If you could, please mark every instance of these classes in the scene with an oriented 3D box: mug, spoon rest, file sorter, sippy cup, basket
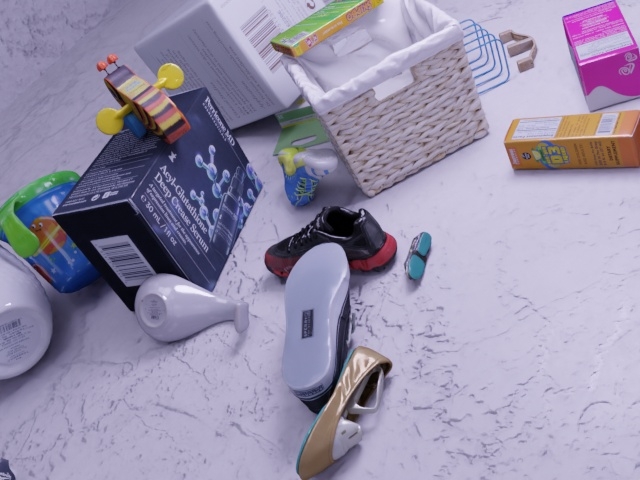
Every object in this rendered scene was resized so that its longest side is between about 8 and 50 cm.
[{"bbox_3d":[-0.776,0.162,1.540,0.328,0.276,0.374,25,24,39],"label":"mug"},{"bbox_3d":[-0.248,0.136,1.397,0.276,0.137,0.084,3,4,29],"label":"spoon rest"},{"bbox_3d":[0.347,-0.423,1.657,0.105,0.118,0.170,-25,35,2],"label":"file sorter"},{"bbox_3d":[-0.599,-0.006,1.684,0.305,0.224,0.240,-34,-8,-45],"label":"sippy cup"},{"bbox_3d":[0.135,-0.325,1.555,0.328,0.266,0.331,-28,35,2],"label":"basket"}]

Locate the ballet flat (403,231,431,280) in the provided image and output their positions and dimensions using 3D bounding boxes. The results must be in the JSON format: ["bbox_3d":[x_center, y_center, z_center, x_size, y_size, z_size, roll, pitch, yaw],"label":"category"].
[{"bbox_3d":[0.169,0.034,1.285,0.041,0.041,0.114,-4,42,32],"label":"ballet flat"}]

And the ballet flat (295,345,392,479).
[{"bbox_3d":[0.041,0.253,1.063,0.073,0.080,0.232,12,52,25],"label":"ballet flat"}]

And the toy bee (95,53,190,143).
[{"bbox_3d":[-0.390,-0.291,1.466,0.298,0.162,0.195,4,48,38],"label":"toy bee"}]

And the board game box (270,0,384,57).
[{"bbox_3d":[0.021,-0.488,1.586,0.259,0.039,0.124,-37,31,-8],"label":"board game box"}]

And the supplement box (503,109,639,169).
[{"bbox_3d":[0.457,-0.179,1.305,0.233,0.078,0.080,4,50,40],"label":"supplement box"}]

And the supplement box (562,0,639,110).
[{"bbox_3d":[0.563,-0.373,1.442,0.114,0.111,0.220,-14,38,21],"label":"supplement box"}]

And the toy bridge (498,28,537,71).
[{"bbox_3d":[0.469,-0.453,1.686,0.063,0.026,0.188,-19,36,11],"label":"toy bridge"}]

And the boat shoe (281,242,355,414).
[{"bbox_3d":[0.007,0.141,1.202,0.113,0.105,0.306,-14,44,14],"label":"boat shoe"}]

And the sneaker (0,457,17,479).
[{"bbox_3d":[-0.558,0.446,1.229,0.235,0.094,0.153,-13,45,39],"label":"sneaker"}]

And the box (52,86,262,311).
[{"bbox_3d":[-0.331,-0.091,1.569,0.212,0.293,0.395,-9,40,27],"label":"box"}]

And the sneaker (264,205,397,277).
[{"bbox_3d":[0.000,0.000,1.358,0.276,0.135,0.097,-8,42,30],"label":"sneaker"}]

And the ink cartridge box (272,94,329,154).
[{"bbox_3d":[-0.035,-0.326,1.865,0.171,0.056,0.235,-11,37,24],"label":"ink cartridge box"}]

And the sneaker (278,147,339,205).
[{"bbox_3d":[-0.021,-0.133,1.546,0.091,0.126,0.240,-10,14,-17],"label":"sneaker"}]

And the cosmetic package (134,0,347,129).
[{"bbox_3d":[-0.216,-0.531,1.950,0.394,0.329,0.327,-7,39,48],"label":"cosmetic package"}]
